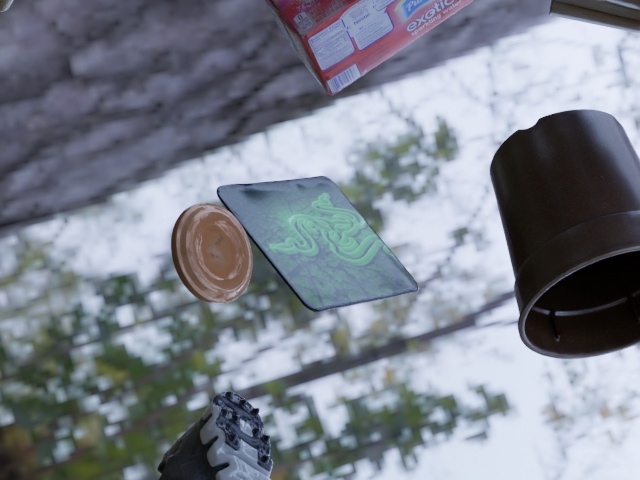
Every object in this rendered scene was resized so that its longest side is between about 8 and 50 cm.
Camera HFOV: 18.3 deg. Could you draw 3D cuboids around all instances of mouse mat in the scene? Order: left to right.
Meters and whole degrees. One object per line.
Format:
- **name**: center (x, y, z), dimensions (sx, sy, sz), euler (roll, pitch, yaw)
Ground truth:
- **mouse mat**: center (0.000, 0.000, 1.822), dimensions (0.152, 0.189, 0.007), euler (51, -62, 19)

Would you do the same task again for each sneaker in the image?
- **sneaker**: center (-0.084, 0.229, 1.547), dimensions (0.106, 0.078, 0.234), euler (-38, -145, 21)

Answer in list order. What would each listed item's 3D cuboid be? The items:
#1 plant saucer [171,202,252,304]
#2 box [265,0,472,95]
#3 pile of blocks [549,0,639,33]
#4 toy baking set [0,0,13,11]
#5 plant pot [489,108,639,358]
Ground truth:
- **plant saucer**: center (-0.085, 0.010, 1.598), dimensions (0.013, 0.083, 0.083), euler (-17, -92, 41)
- **box**: center (0.070, -0.295, 2.156), dimensions (0.123, 0.257, 0.128), euler (54, -3, 31)
- **pile of blocks**: center (0.354, -0.180, 1.640), dimensions (0.362, 0.149, 0.112), euler (37, -15, 7)
- **toy baking set**: center (-0.297, -0.295, 2.024), dimensions (0.030, 0.197, 0.256), euler (32, -59, -9)
- **plant pot**: center (0.226, -0.011, 1.699), dimensions (0.167, 0.167, 0.165), euler (117, -35, -48)
